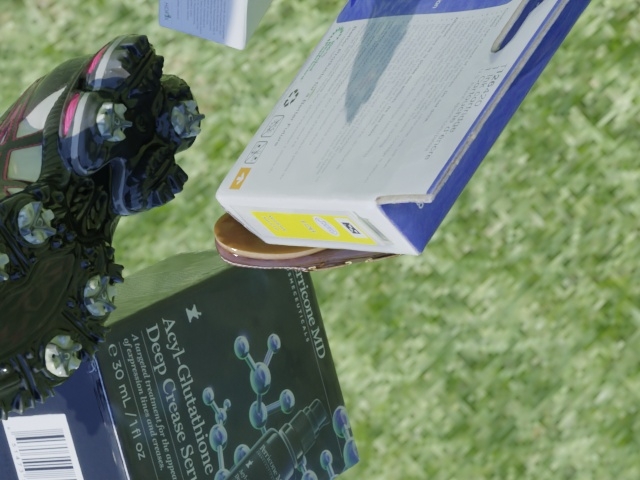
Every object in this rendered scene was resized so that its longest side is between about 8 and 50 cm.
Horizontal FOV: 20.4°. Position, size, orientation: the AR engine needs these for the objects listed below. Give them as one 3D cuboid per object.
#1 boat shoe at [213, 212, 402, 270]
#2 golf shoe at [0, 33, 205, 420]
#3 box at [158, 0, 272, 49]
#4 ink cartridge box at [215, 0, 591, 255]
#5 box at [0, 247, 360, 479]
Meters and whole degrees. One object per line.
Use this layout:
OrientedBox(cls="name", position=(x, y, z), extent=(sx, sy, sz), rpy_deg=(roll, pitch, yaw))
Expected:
OrientedBox(cls="boat shoe", position=(0.000, 0.000, 1.704), extent=(0.073, 0.207, 0.073), rpy_deg=(97, 164, -51))
OrientedBox(cls="golf shoe", position=(-0.169, -0.001, 1.004), extent=(0.120, 0.273, 0.105), rpy_deg=(-5, 130, 38))
OrientedBox(cls="box", position=(-0.089, -0.248, 1.608), extent=(0.087, 0.101, 0.102), rpy_deg=(18, 138, 10))
OrientedBox(cls="ink cartridge box", position=(0.093, -0.128, 1.137), extent=(0.072, 0.304, 0.307), rpy_deg=(41, 165, -24))
OrientedBox(cls="box", position=(-0.173, 0.195, 2.032), extent=(0.212, 0.395, 0.294), rpy_deg=(-9, 101, 36))
